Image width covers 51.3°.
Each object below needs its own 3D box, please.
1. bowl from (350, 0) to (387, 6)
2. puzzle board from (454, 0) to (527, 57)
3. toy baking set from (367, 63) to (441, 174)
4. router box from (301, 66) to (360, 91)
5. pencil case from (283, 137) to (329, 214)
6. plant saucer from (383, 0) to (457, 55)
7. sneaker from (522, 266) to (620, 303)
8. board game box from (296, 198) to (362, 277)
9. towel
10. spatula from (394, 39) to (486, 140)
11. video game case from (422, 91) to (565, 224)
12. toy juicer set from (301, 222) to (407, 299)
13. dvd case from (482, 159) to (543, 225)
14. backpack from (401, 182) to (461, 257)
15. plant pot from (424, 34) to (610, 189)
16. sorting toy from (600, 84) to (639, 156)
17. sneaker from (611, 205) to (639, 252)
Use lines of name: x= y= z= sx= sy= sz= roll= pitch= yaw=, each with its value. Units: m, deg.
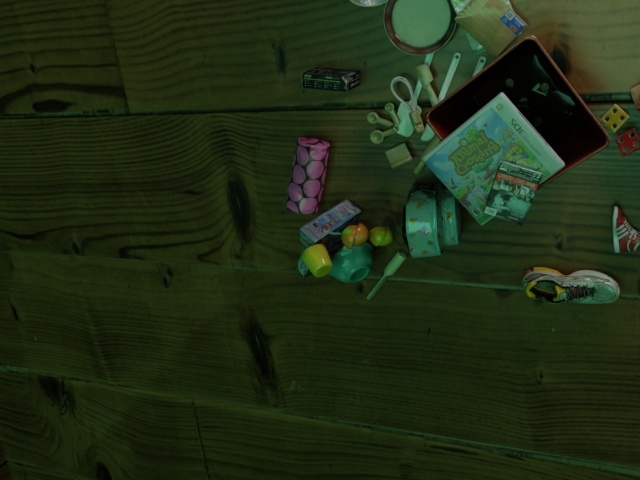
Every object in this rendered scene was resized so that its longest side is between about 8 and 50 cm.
bowl: x=0.116 y=-0.618 z=1.489 sx=0.170 sy=0.170 sz=0.080 roll=-43 pitch=52 yaw=32
puzzle board: x=0.373 y=-0.479 z=1.460 sx=0.128 sy=0.011 sz=0.096 roll=40 pitch=122 yaw=-9
toy baking set: x=0.220 y=-0.286 z=1.615 sx=0.197 sy=0.030 sz=0.256 roll=40 pitch=124 yaw=3
router box: x=0.027 y=-0.396 z=1.638 sx=0.122 sy=0.092 sz=0.038 roll=10 pitch=115 yaw=19
pencil case: x=-0.039 y=-0.173 z=1.771 sx=0.098 sy=0.095 sz=0.209 roll=32 pitch=121 yaw=32
plant saucer: x=0.229 y=-0.511 z=1.526 sx=0.168 sy=0.029 sz=0.168 roll=5 pitch=109 yaw=14
sneaker: x=0.603 y=0.124 z=1.612 sx=0.225 sy=0.093 sz=0.088 roll=2 pitch=113 yaw=22
board game box: x=0.000 y=0.000 z=1.760 sx=0.060 sy=0.194 sz=0.194 roll=40 pitch=122 yaw=19
towel: x=0.363 y=-0.502 z=1.470 sx=0.113 sy=0.023 sz=0.152 roll=-21 pitch=112 yaw=26
spatula: x=0.285 y=-0.343 z=1.591 sx=0.168 sy=0.019 sz=0.242 roll=25 pitch=120 yaw=13
video game case: x=0.348 y=-0.161 z=1.360 sx=0.193 sy=0.023 sz=0.212 roll=47 pitch=122 yaw=-5
toy juicer set: x=0.110 y=0.035 z=1.745 sx=0.209 sy=0.329 sz=0.089 roll=-42 pitch=55 yaw=15
dvd case: x=0.389 y=-0.096 z=1.354 sx=0.087 sy=0.013 sz=0.119 roll=19 pitch=118 yaw=12
backpack: x=0.271 y=-0.045 z=1.628 sx=0.144 sy=0.188 sz=0.166 roll=1 pitch=112 yaw=23
plant pot: x=0.425 y=-0.269 z=1.430 sx=0.267 sy=0.236 sz=0.267 roll=-36 pitch=97 yaw=31
sorting toy: x=0.705 y=-0.281 z=1.366 sx=0.274 sy=0.046 sz=0.132 roll=-27 pitch=69 yaw=44
sneaker: x=0.706 y=-0.026 z=1.530 sx=0.067 sy=0.042 sz=0.118 roll=-2 pitch=119 yaw=29
